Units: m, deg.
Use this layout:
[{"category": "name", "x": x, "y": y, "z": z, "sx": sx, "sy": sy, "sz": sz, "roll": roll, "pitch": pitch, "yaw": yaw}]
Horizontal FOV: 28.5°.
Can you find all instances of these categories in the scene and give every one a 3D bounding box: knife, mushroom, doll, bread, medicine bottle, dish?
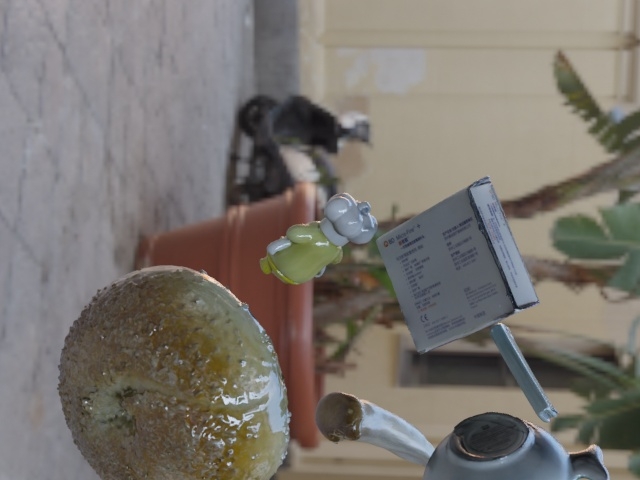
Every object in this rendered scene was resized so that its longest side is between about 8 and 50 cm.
[{"category": "knife", "x": 0.245, "y": 0.159, "z": 1.522, "sx": 0.044, "sy": 0.023, "sz": 0.162, "roll": 46, "pitch": 13, "yaw": -39}, {"category": "mushroom", "x": 0.088, "y": 0.273, "z": 1.790, "sx": 0.209, "sy": 0.084, "sz": 0.071, "roll": 27, "pitch": 65, "yaw": -34}, {"category": "doll", "x": 0.000, "y": 0.000, "z": 1.605, "sx": 0.106, "sy": 0.162, "sz": 0.062, "roll": 29, "pitch": 34, "yaw": -48}, {"category": "bread", "x": -0.175, "y": 0.172, "z": 1.400, "sx": 0.159, "sy": 0.306, "sz": 0.305, "roll": -20, "pitch": 116, "yaw": -47}, {"category": "medicine bottle", "x": 0.165, "y": 0.036, "z": 1.579, "sx": 0.201, "sy": 0.052, "sz": 0.171, "roll": -33, "pitch": -105, "yaw": 50}, {"category": "dish", "x": 0.233, "y": 0.275, "z": 1.592, "sx": 0.224, "sy": 0.246, "sz": 0.078, "roll": -86, "pitch": 164, "yaw": -64}]
